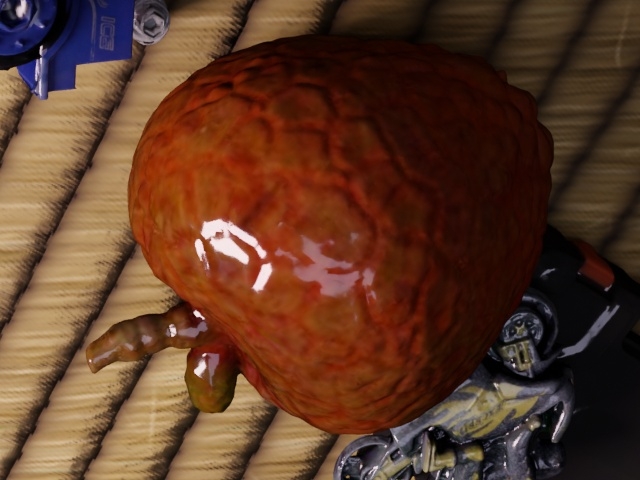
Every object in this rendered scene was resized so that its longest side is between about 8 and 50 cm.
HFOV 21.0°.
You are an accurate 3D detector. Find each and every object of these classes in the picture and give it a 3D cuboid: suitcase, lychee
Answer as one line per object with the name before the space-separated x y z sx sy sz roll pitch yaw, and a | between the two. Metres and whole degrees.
suitcase | 0.202 0.130 1.232 0.285 0.066 0.206 30 109 -21
lychee | 0.000 0.000 1.038 0.300 0.255 0.255 -46 116 -13

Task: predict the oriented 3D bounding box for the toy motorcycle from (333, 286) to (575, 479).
toy motorcycle | 0.104 0.127 1.144 0.124 0.061 0.193 42 97 -16

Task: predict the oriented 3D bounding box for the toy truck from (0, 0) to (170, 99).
toy truck | -0.149 -0.198 0.982 0.177 0.161 0.213 -7 119 -27
